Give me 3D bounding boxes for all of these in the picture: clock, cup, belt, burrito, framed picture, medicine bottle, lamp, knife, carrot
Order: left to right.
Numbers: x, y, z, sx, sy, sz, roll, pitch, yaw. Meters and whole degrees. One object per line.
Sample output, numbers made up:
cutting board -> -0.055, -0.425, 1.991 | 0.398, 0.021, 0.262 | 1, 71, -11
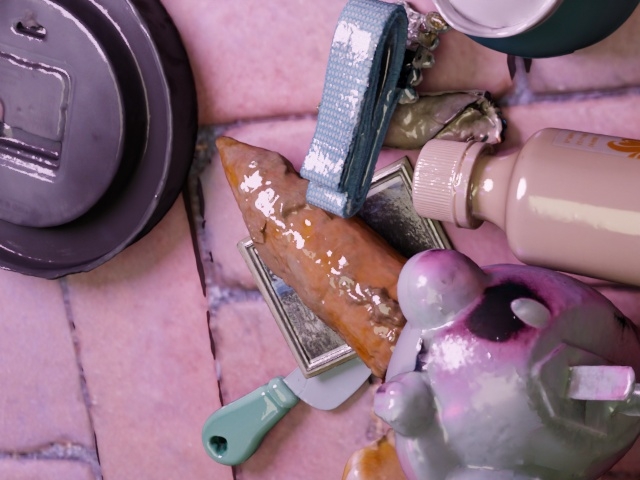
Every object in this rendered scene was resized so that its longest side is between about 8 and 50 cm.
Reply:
clock -> -0.266, -0.126, 1.375 | 0.325, 0.067, 0.325 | 7, 107, 23
knife -> -0.010, 0.132, 1.348 | 0.260, 0.034, 0.063 | -38, 85, 25
carrot -> 0.000, 0.000, 1.256 | 0.263, 0.102, 0.102 | 46, 118, 13
framed picture -> 0.029, 0.028, 1.296 | 0.183, 0.011, 0.142 | -26, 90, 22
belt -> 0.037, -0.109, 1.202 | 0.065, 0.100, 0.179 | 24, 106, 28
burrito -> 0.072, -0.100, 1.238 | 0.171, 0.042, 0.051 | 0, 99, 28
lamp -> 0.151, 0.163, 1.103 | 0.247, 0.247, 0.301 | -9, 65, 56
cup -> 0.152, -0.215, 1.092 | 0.300, 0.173, 0.167 | 2, 104, 25
medicine bottle -> 0.199, -0.030, 1.155 | 0.252, 0.114, 0.114 | 10, 108, 22

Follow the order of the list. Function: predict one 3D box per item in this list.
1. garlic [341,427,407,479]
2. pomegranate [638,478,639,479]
garlic -> 0.124, 0.262, 1.277 | 0.245, 0.145, 0.164 | 17, 80, 18
pomegranate -> 0.342, 0.264, 1.102 | 0.260, 0.260, 0.260 | 7, 107, 24
